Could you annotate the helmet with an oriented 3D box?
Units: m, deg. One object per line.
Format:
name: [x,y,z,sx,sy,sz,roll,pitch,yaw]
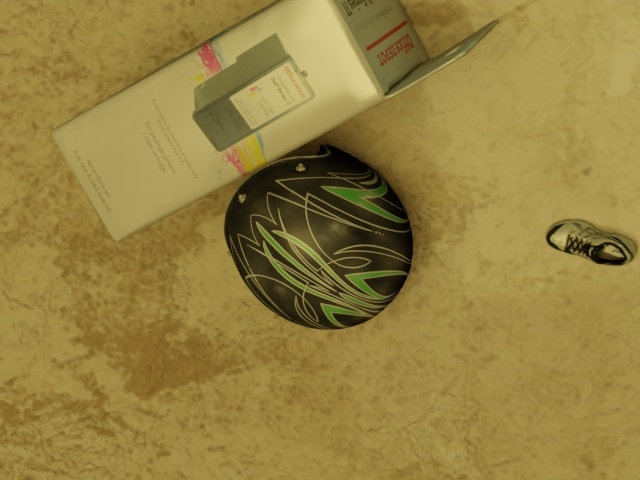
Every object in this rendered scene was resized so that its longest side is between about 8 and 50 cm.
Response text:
helmet: [0.000,0.000,1.718,0.169,0.161,0.169,4,104,15]

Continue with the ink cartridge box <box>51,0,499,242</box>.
ink cartridge box: [-0.034,-0.144,1.668,0.353,0.207,0.119,-27,97,19]

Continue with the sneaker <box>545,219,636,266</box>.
sneaker: [0.243,0.003,1.719,0.083,0.037,0.032,11,108,14]
